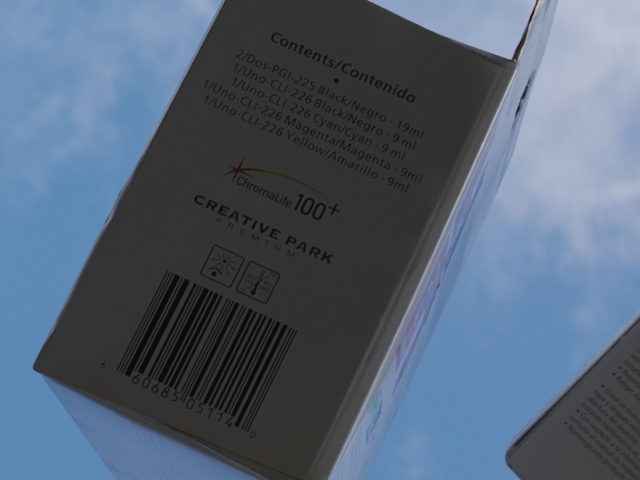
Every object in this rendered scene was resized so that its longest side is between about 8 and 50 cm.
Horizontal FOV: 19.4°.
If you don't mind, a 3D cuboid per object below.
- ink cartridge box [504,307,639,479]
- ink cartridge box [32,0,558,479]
[{"bbox_3d":[0.296,0.129,1.035,0.296,0.066,0.261,44,-74,5],"label":"ink cartridge box"},{"bbox_3d":[0.000,0.000,0.902,0.130,0.309,0.271,25,-105,7],"label":"ink cartridge box"}]
